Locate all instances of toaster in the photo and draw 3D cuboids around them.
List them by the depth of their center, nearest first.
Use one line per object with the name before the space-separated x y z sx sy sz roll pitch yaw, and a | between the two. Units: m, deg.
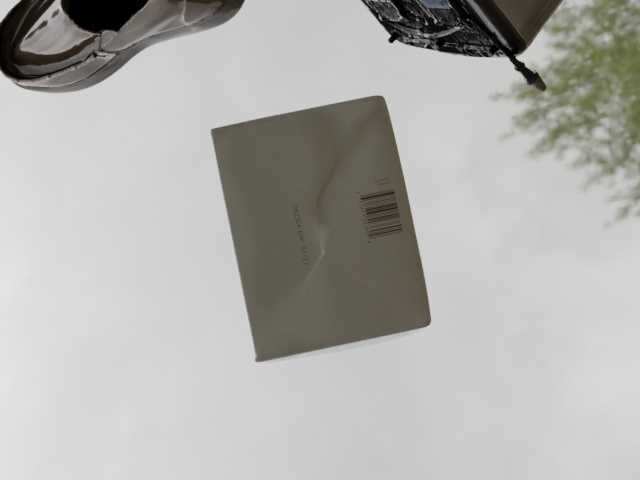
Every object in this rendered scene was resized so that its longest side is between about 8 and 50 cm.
toaster | 0.082 -0.209 0.832 0.110 0.168 0.186 -50 -61 -8

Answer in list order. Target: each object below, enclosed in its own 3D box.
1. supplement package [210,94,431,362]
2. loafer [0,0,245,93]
supplement package | 0.000 0.000 1.053 0.203 0.149 0.194 90 169 -84
loafer | -0.254 -0.269 1.357 0.130 0.366 0.133 4 -108 -54
